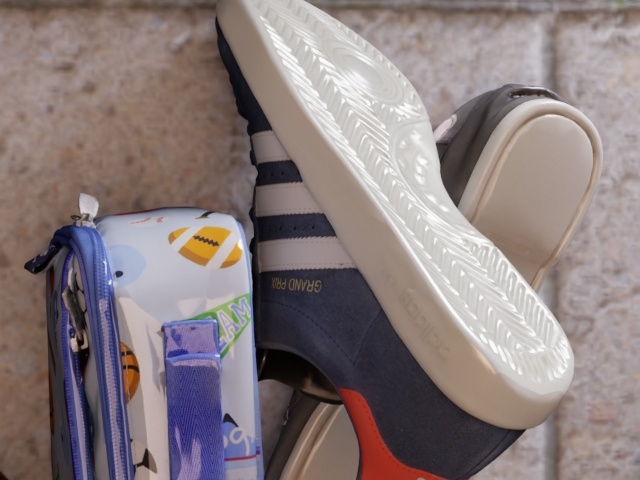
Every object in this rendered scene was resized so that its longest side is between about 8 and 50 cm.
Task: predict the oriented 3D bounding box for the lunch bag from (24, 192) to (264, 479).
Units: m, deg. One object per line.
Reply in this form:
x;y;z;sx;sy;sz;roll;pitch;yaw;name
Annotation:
-0.091;0.121;1.082;0.115;0.243;0.303;-6;94;-11;lunch bag

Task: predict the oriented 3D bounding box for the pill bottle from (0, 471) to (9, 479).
-0.214;0.185;1.071;0.121;0.221;0.121;0;92;-11;pill bottle

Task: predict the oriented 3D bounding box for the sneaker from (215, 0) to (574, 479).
0.000;0.000;1.104;0.131;0.350;0.148;14;126;-39;sneaker

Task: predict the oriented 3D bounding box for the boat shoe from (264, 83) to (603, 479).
0.059;0.056;1.198;0.112;0.095;0.335;30;91;-25;boat shoe
